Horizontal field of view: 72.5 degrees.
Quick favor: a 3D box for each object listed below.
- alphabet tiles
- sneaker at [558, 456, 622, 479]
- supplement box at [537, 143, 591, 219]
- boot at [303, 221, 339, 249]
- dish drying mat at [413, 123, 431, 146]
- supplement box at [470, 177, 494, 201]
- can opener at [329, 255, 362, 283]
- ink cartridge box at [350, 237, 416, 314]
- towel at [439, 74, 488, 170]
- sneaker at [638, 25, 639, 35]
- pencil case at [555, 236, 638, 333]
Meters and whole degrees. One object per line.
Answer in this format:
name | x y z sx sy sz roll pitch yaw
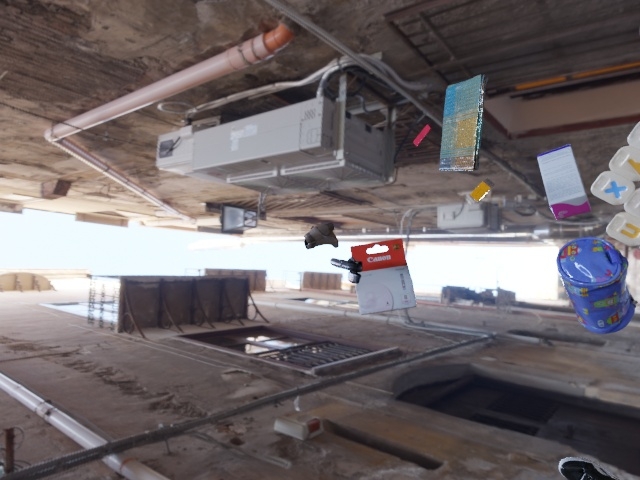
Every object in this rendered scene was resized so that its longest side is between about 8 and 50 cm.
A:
alphabet tiles | 0.702 -0.099 0.839 0.021 0.278 0.284 -22 -39 -58
sneaker | 0.772 0.674 1.178 0.121 0.217 0.079 -5 -66 -74
supplement box | 0.834 -0.199 1.497 0.111 0.114 0.219 38 -136 -42
boot | 0.000 0.000 1.146 0.087 0.042 0.118 -29 -39 -9
dish drying mat | 0.373 -0.384 1.596 0.008 0.083 0.032 13 -142 -34
supplement box | 0.537 -0.168 1.444 0.036 0.062 0.098 45 -150 12
can opener | 0.070 0.075 1.300 0.059 0.186 0.073 22 -89 -23
ink cartridge box | 0.205 0.119 1.451 0.066 0.189 0.232 46 -145 -88
towel | 0.597 -0.482 1.842 0.040 0.271 0.369 0 -81 -16
sneaker | 0.603 -0.422 0.728 0.118 0.222 0.083 -3 -103 -11
pencil case | 0.630 0.109 0.985 0.306 0.133 0.119 41 -141 -42
